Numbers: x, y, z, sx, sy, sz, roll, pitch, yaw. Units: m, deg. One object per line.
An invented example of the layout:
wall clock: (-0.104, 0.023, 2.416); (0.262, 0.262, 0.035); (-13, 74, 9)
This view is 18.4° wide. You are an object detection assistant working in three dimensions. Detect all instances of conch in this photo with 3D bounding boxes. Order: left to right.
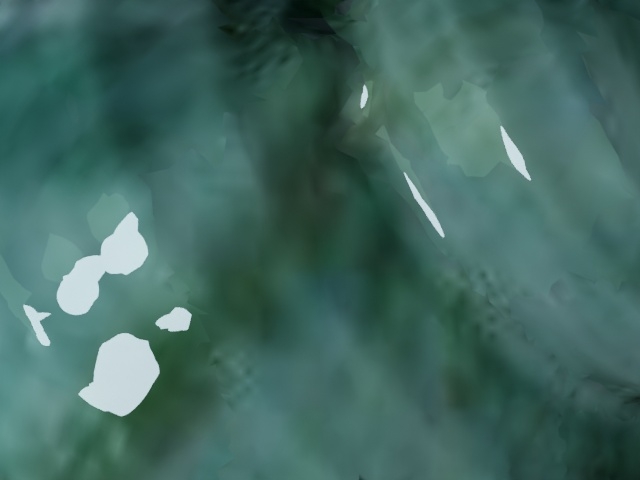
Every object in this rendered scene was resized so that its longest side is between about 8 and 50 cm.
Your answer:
conch: (0.000, 0.000, 0.451); (0.277, 0.220, 0.195); (-15, 104, 33)
